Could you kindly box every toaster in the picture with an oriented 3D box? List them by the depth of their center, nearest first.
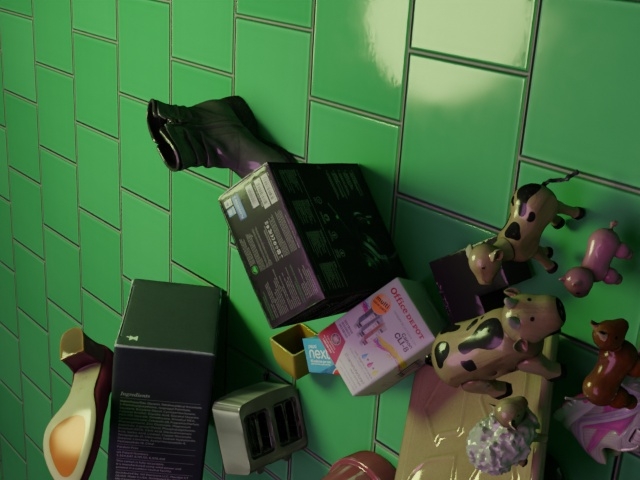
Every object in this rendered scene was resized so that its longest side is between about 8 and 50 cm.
[{"bbox_3d":[-0.130,0.387,1.925,0.110,0.168,0.186,-6,97,48],"label":"toaster"}]

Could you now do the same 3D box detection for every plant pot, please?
[{"bbox_3d":[0.046,0.523,1.734,0.201,0.180,0.201,17,113,46],"label":"plant pot"},{"bbox_3d":[-0.046,0.232,1.848,0.081,0.081,0.083,31,134,42],"label":"plant pot"}]

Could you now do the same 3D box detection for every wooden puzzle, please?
[{"bbox_3d":[0.243,0.325,1.414,0.348,0.080,0.322,-29,38,51],"label":"wooden puzzle"}]

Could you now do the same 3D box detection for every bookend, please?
[{"bbox_3d":[0.269,0.078,1.420,0.157,0.072,0.156,-28,79,50],"label":"bookend"}]

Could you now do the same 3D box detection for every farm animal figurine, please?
[{"bbox_3d":[0.267,0.102,1.229,0.327,0.172,0.330,-45,42,29],"label":"farm animal figurine"}]

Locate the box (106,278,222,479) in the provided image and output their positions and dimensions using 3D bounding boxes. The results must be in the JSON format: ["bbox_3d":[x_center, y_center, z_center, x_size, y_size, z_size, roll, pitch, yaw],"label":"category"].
[{"bbox_3d":[-0.346,0.330,2.038,0.293,0.212,0.395,-96,13,-64],"label":"box"}]

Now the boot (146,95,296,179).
[{"bbox_3d":[-0.198,-0.156,1.804,0.338,0.222,0.118,49,133,31],"label":"boot"}]

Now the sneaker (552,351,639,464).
[{"bbox_3d":[0.433,0.224,1.248,0.111,0.103,0.252,58,145,20],"label":"sneaker"}]

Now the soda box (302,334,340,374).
[{"bbox_3d":[0.060,0.213,1.719,0.210,0.067,0.071,-6,95,52],"label":"soda box"}]

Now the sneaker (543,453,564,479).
[{"bbox_3d":[0.360,0.423,1.417,0.077,0.072,0.178,116,145,-62],"label":"sneaker"}]

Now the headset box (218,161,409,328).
[{"bbox_3d":[0.000,0.000,1.574,0.131,0.283,0.246,-32,76,34],"label":"headset box"}]

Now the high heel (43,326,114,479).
[{"bbox_3d":[-0.471,0.370,1.899,0.127,0.181,0.377,-16,49,13],"label":"high heel"}]

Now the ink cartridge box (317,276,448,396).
[{"bbox_3d":[0.116,0.163,1.537,0.176,0.127,0.128,-37,69,16],"label":"ink cartridge box"}]
